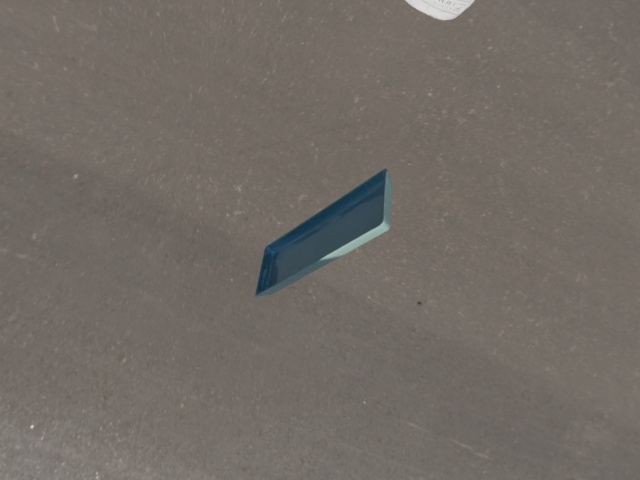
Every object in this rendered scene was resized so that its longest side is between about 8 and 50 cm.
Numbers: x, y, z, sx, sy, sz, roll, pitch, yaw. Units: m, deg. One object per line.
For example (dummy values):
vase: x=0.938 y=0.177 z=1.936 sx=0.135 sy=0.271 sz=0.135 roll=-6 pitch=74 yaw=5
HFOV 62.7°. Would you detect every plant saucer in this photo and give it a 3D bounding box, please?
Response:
plant saucer: x=0.000 y=0.000 z=0.522 sx=0.018 sy=0.192 sz=0.067 roll=30 pitch=49 yaw=-28

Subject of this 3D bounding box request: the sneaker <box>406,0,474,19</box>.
sneaker: x=0.096 y=-0.284 z=0.412 sx=0.094 sy=0.091 sz=0.258 roll=11 pitch=54 yaw=-26
